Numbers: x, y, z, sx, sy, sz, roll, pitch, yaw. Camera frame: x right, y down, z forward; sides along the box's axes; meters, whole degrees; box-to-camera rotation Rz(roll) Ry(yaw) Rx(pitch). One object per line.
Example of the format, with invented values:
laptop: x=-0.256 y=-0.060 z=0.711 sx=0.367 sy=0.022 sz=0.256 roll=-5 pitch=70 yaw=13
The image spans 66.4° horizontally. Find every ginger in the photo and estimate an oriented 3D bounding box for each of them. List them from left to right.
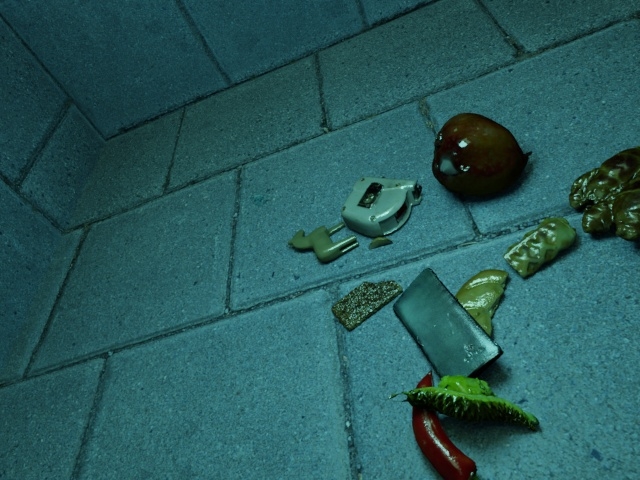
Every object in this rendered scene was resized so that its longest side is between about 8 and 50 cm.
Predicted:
ginger: x=0.919 y=-0.132 z=1.484 sx=0.274 sy=0.152 sz=0.358 roll=-16 pitch=42 yaw=16

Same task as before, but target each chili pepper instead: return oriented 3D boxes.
chili pepper: x=0.314 y=0.498 z=1.260 sx=0.137 sy=0.092 sz=0.368 roll=-24 pitch=43 yaw=-3

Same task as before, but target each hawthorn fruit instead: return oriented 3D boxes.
hawthorn fruit: x=0.557 y=-0.296 z=1.765 sx=0.308 sy=0.324 sz=0.308 roll=-54 pitch=4 yaw=5

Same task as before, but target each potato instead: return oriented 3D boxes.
potato: x=0.221 y=0.001 z=1.831 sx=0.093 sy=0.037 sz=0.036 roll=-16 pitch=39 yaw=16

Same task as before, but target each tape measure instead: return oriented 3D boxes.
tape measure: x=0.228 y=-0.142 z=1.898 sx=0.258 sy=0.130 sz=0.265 roll=12 pitch=57 yaw=34

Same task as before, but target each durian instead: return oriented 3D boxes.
durian: x=0.364 y=0.405 z=1.247 sx=0.374 sy=0.107 sz=0.132 roll=10 pitch=28 yaw=11

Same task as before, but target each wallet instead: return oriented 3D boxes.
wallet: x=0.355 y=0.255 z=1.447 sx=0.191 sy=0.046 sz=0.379 roll=-49 pitch=37 yaw=13

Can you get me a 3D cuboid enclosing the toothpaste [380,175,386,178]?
toothpaste: x=0.277 y=-0.249 z=2.054 sx=0.027 sy=0.019 sz=0.083 roll=-16 pitch=39 yaw=-21

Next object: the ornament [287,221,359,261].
ornament: x=0.000 y=0.000 z=1.935 sx=0.244 sy=0.061 sz=0.230 roll=-28 pitch=40 yaw=-2

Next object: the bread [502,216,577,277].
bread: x=0.683 y=0.010 z=1.534 sx=0.232 sy=0.088 sz=0.128 roll=-35 pitch=34 yaw=2

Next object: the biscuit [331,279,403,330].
biscuit: x=0.157 y=0.200 z=1.681 sx=0.236 sy=0.026 sz=0.131 roll=-37 pitch=44 yaw=-6

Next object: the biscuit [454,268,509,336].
biscuit: x=0.469 y=0.205 z=1.489 sx=0.154 sy=0.045 sz=0.299 roll=4 pitch=51 yaw=33
